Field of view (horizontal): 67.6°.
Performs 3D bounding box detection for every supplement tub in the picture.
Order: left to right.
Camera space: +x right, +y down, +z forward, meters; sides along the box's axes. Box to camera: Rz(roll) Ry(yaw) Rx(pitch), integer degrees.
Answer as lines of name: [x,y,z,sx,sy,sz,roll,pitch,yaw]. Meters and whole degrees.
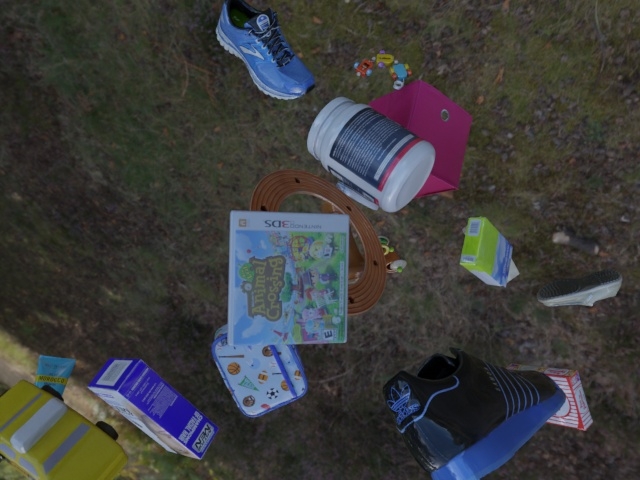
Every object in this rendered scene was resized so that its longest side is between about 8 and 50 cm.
supplement tub: [0.122,-0.213,1.171,0.272,0.191,0.191,38,147,20]

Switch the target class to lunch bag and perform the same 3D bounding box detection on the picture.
lunch bag: [-0.177,0.361,1.448,0.115,0.243,0.303,-119,7,-77]

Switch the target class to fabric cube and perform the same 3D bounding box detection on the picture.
fabric cube: [0.291,-0.307,1.534,0.254,0.258,0.259,23,164,-29]

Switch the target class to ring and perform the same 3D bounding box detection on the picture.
ring: [0.000,0.000,0.962,0.336,0.336,0.032,43,130,-7]

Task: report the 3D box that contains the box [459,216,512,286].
box: [0.373,0.030,1.063,0.042,0.109,0.178,3,162,41]

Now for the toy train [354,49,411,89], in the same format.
toy train: [0.192,-0.513,1.463,0.166,0.125,0.046,32,161,14]

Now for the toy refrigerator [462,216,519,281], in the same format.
toy refrigerator: [0.643,0.040,1.788,0.269,0.094,0.102,48,-172,-33]

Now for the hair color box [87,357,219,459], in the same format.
hair color box: [-0.473,0.481,1.367,0.185,0.110,0.339,-11,127,41]

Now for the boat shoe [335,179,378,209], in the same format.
boat shoe: [0.122,-0.150,1.402,0.080,0.076,0.228,33,-173,35]

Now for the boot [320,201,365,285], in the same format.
boot: [0.064,0.000,1.211,0.283,0.109,0.220,-173,79,-78]

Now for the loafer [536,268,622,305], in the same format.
loafer: [0.885,0.181,1.631,0.268,0.102,0.092,-17,115,23]

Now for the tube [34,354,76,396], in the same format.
tube: [-0.638,0.371,1.107,0.080,0.207,0.052,17,141,-24]

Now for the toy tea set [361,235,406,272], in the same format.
toy tea set: [0.165,0.086,1.774,0.336,0.124,0.200,-4,142,-8]

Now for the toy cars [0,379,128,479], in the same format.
toy cars: [-0.295,0.308,0.513,0.087,0.176,0.393,106,147,-44]

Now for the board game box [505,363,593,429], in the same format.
board game box: [0.608,0.415,1.287,0.193,0.045,0.146,-14,95,56]

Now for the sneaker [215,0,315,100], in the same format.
sneaker: [-0.143,-0.495,1.221,0.330,0.130,0.147,43,158,6]

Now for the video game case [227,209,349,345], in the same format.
video game case: [-0.050,0.060,0.769,0.193,0.212,0.023,1,180,-13]

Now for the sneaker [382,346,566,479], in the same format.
sneaker: [0.141,0.134,0.417,0.081,0.232,0.090,-48,62,25]
